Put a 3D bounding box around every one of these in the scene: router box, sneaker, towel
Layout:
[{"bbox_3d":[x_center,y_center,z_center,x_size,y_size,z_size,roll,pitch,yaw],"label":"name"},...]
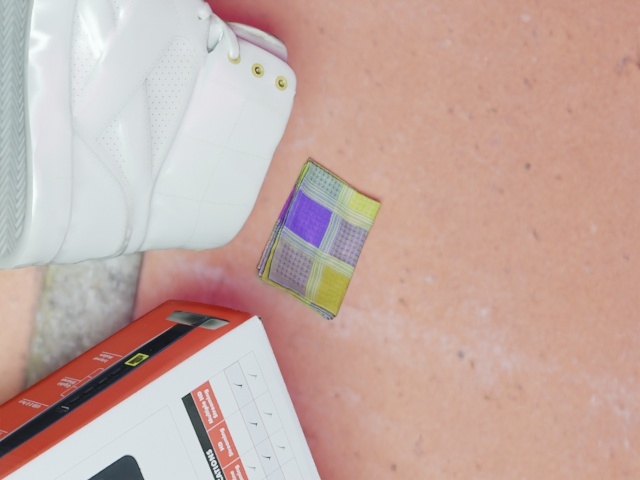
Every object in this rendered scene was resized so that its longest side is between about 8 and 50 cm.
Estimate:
[{"bbox_3d":[-0.107,0.245,0.931,0.301,0.082,0.335,-32,113,-33],"label":"router box"},{"bbox_3d":[-0.096,-0.133,1.009,0.169,0.108,0.292,-2,102,-36],"label":"sneaker"},{"bbox_3d":[0.000,0.000,1.116,0.060,0.009,0.083,33,67,-24],"label":"towel"}]
